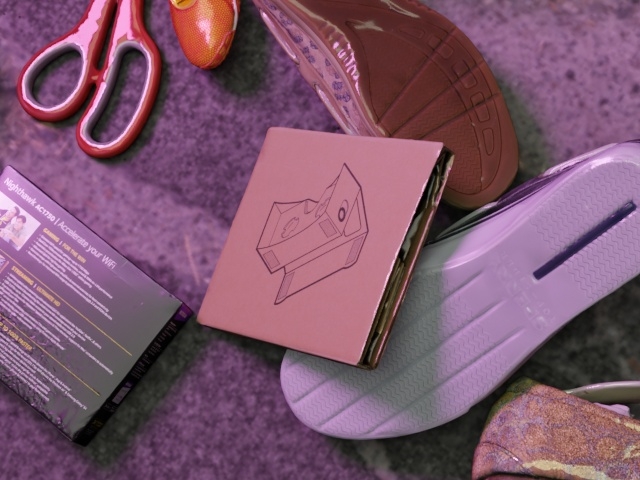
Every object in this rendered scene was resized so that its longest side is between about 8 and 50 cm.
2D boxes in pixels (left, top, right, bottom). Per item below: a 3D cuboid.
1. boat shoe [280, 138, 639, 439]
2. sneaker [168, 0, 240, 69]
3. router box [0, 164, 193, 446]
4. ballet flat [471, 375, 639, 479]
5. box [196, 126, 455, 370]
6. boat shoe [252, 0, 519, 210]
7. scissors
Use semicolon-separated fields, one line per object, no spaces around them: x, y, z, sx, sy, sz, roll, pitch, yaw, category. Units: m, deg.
0.127;0.039;1.415;0.335;0.119;0.121;-30;90;21;boat shoe
-0.108;-0.211;1.507;0.064;0.067;0.175;-26;69;36;sneaker
-0.207;0.049;1.486;0.179;0.046;0.133;38;85;12;router box
0.283;0.163;1.376;0.348;0.123;0.123;10;81;9;ballet flat
0.000;0.000;1.417;0.201;0.021;0.164;10;77;53;box
0.041;-0.136;1.480;0.104;0.089;0.285;-34;80;-17;boat shoe
-0.143;-0.209;1.544;0.109;0.021;0.297;21;81;13;scissors
